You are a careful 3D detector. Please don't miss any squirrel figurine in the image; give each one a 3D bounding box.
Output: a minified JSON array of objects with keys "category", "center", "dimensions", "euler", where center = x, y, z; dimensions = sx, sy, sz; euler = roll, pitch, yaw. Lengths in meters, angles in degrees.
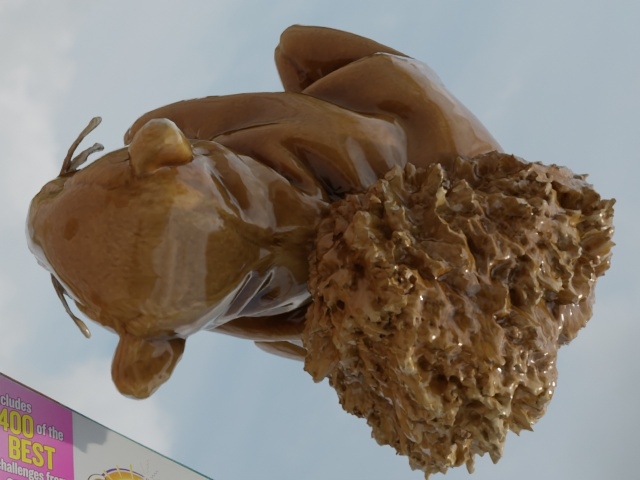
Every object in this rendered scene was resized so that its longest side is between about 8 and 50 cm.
[{"category":"squirrel figurine","center":[0.000,0.000,1.194],"dimensions":[0.397,0.370,0.281],"euler":[19,-79,32]}]

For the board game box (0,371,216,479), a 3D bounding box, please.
[{"category":"board game box","center":[-0.158,0.259,1.039],"dimensions":[0.064,0.242,0.316],"euler":[-34,-141,32]}]
